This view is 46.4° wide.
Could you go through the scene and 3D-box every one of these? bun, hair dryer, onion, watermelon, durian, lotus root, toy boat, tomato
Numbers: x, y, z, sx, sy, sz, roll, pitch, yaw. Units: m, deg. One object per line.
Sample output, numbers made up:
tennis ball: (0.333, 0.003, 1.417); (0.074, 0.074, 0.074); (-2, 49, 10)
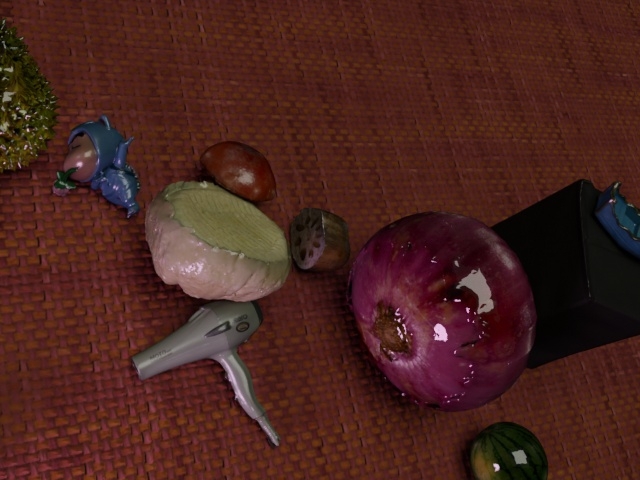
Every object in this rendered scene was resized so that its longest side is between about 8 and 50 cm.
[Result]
bun: (-0.186, 0.015, 1.262); (0.259, 0.152, 0.259); (24, 24, -12)
hair dryer: (-0.193, 0.237, 1.246); (0.229, 0.092, 0.267); (-6, 81, -21)
onion: (0.236, 0.123, 1.333); (0.345, 0.358, 0.358); (-5, 71, -15)
watermelon: (0.362, 0.435, 1.404); (0.141, 0.141, 0.187); (-31, 96, -34)
durian: (-0.555, -0.236, 1.162); (0.291, 0.224, 0.291); (15, 58, -26)
lotus root: (-0.002, 0.001, 1.417); (0.081, 0.112, 0.122); (12, 65, -41)
toy boat: (0.577, -0.025, 1.343); (0.185, 0.077, 0.075); (45, 50, -12)
tomato: (-0.139, -0.136, 1.377); (0.155, 0.069, 0.155); (29, 19, -11)

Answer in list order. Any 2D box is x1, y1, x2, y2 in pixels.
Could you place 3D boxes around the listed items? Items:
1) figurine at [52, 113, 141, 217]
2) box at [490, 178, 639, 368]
figurine: (-0.381, -0.115, 1.278); (0.144, 0.114, 0.178); (-36, 96, -32)
box: (0.462, 0.082, 1.485); (0.204, 0.345, 0.251); (20, 60, -26)
